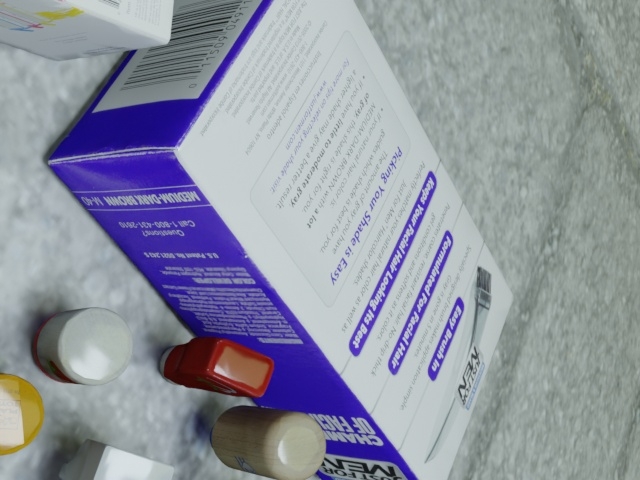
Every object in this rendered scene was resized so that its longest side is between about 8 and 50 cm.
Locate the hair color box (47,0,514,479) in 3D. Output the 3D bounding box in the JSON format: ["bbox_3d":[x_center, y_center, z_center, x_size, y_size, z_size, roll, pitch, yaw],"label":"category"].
[{"bbox_3d":[0.000,0.000,0.678,0.339,0.110,0.185,55,48,-36],"label":"hair color box"}]

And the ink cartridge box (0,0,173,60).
[{"bbox_3d":[-0.148,-0.151,0.492,0.143,0.090,0.092,14,79,-51],"label":"ink cartridge box"}]

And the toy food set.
[{"bbox_3d":[-0.091,0.107,0.587,0.232,0.104,0.111,24,74,-25],"label":"toy food set"}]
